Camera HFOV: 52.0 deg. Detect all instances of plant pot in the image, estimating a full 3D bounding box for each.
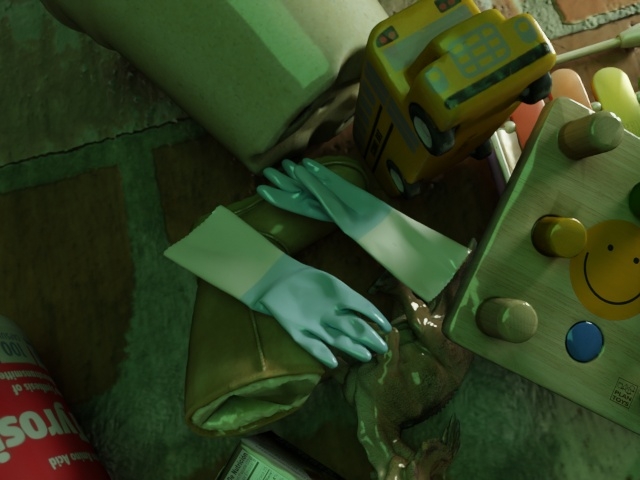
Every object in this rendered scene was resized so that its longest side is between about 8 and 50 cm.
[{"bbox_3d":[-0.083,-0.253,0.733,0.334,0.334,0.305,-40,84,-7],"label":"plant pot"}]

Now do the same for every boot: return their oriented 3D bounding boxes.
[{"bbox_3d":[-0.031,0.045,0.674,0.236,0.089,0.269,-27,37,8],"label":"boot"}]

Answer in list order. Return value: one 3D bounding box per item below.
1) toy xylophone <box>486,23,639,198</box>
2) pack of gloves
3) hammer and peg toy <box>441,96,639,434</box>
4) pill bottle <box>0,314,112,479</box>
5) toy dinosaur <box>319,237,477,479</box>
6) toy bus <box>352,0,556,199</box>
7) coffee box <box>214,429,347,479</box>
[{"bbox_3d":[0.332,-0.142,0.764,0.322,0.081,0.236,-21,72,-1],"label":"toy xylophone"},{"bbox_3d":[0.000,0.000,0.622,0.232,0.046,0.195,31,54,22],"label":"pack of gloves"},{"bbox_3d":[0.319,0.060,0.627,0.361,0.127,0.266,28,85,-8],"label":"hammer and peg toy"},{"bbox_3d":[-0.300,0.282,0.606,0.229,0.229,0.408,-38,70,-6],"label":"pill bottle"},{"bbox_3d":[0.102,0.143,0.686,0.200,0.127,0.296,41,65,5],"label":"toy dinosaur"},{"bbox_3d":[0.108,-0.133,0.648,0.108,0.333,0.130,-29,83,-4],"label":"toy bus"},{"bbox_3d":[0.015,0.293,0.632,0.246,0.141,0.098,29,82,14],"label":"coffee box"}]
